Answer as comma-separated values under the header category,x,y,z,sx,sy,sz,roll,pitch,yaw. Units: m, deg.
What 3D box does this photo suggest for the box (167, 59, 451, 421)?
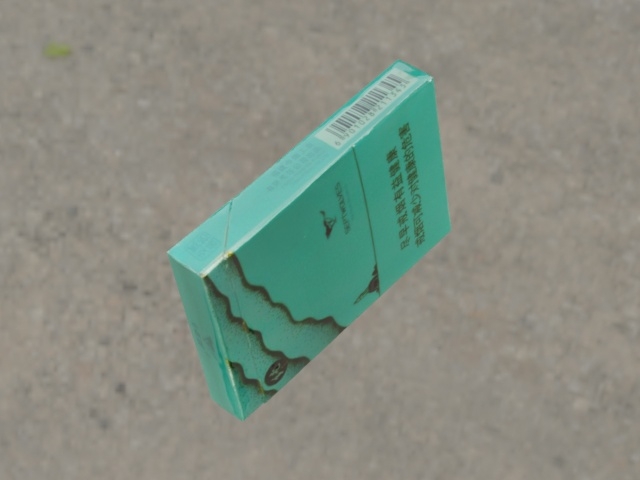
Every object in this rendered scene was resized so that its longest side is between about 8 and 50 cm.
category,x,y,z,sx,sy,sz,roll,pitch,yaw
box,0.000,0.000,1.156,0.042,0.161,0.226,31,61,33
